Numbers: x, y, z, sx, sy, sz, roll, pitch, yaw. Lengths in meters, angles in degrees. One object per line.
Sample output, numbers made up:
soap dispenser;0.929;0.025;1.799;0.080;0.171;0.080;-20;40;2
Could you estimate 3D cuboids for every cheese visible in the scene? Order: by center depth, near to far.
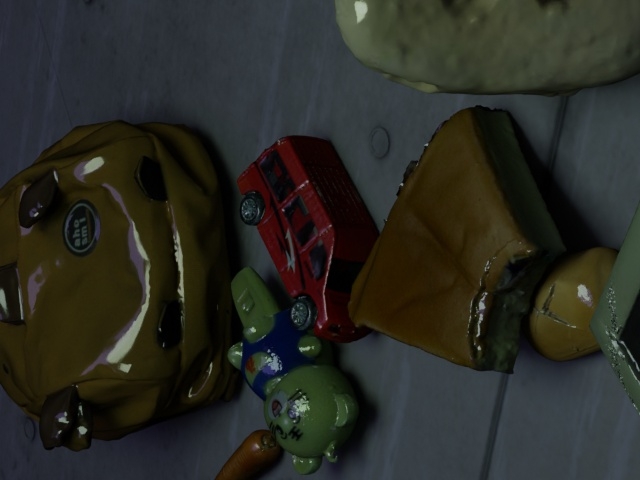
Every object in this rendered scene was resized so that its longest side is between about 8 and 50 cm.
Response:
cheese;0.151;-0.195;1.414;0.248;0.251;0.174;-4;91;38

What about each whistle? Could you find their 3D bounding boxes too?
whistle;-0.032;0.118;1.785;0.105;0.085;0.227;-54;52;36

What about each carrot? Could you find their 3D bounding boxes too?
carrot;-0.091;0.249;1.924;0.190;0.037;0.037;-53;53;46

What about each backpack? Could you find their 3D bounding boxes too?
backpack;-0.243;0.053;1.969;0.378;0.201;0.353;-24;70;48

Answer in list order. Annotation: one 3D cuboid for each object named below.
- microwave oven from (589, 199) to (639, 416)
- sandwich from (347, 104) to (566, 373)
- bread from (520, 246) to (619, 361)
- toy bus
microwave oven;0.360;0.115;1.095;0.218;0.286;0.355;99;148;-59
sandwich;0.106;0.040;1.561;0.212;0.063;0.245;-107;35;-46
bread;0.199;0.052;1.494;0.115;0.056;0.082;-21;76;52
toy bus;0.000;0.000;1.740;0.089;0.081;0.195;-47;56;33
